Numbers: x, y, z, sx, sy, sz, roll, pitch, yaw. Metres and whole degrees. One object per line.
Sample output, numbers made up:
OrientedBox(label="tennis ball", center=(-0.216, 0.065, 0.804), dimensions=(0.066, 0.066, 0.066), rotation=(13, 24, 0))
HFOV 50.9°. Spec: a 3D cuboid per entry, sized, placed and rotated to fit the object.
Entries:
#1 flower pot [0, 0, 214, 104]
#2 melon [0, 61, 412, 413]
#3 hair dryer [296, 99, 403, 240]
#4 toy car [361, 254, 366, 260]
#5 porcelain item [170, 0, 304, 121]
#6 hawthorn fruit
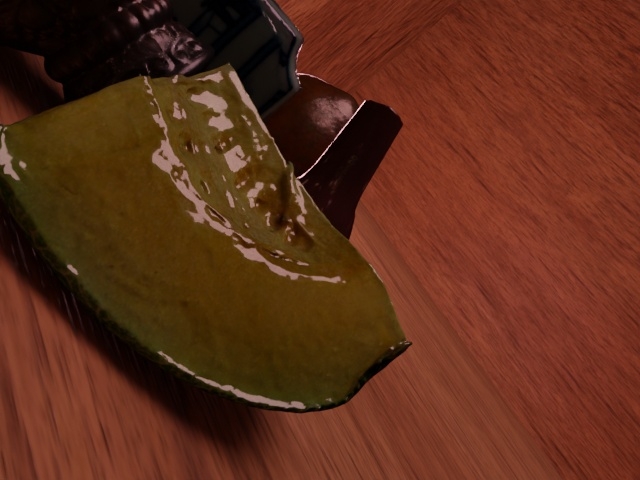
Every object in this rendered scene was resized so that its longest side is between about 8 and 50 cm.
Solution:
OrientedBox(label="flower pot", center=(-0.265, -0.274, 0.743), dimensions=(0.267, 0.266, 0.266), rotation=(59, 5, -24))
OrientedBox(label="melon", center=(-0.083, 0.005, 0.630), dimensions=(0.343, 0.226, 0.331), rotation=(63, 16, -2))
OrientedBox(label="hair dryer", center=(-0.104, -0.092, 0.844), dimensions=(0.340, 0.312, 0.123), rotation=(29, 1, -1))
OrientedBox(label="toy car", center=(0.000, 0.000, 1.374), dimensions=(0.210, 0.089, 0.108), rotation=(43, 12, -13))
OrientedBox(label="porcelain item", center=(-0.185, -0.265, 0.959), dimensions=(0.286, 0.281, 0.157), rotation=(50, 7, -12))
OrientedBox(label="hawthorn fruit", center=(-0.056, -0.197, 1.422), dimensions=(0.268, 0.301, 0.268), rotation=(27, -34, 20))
